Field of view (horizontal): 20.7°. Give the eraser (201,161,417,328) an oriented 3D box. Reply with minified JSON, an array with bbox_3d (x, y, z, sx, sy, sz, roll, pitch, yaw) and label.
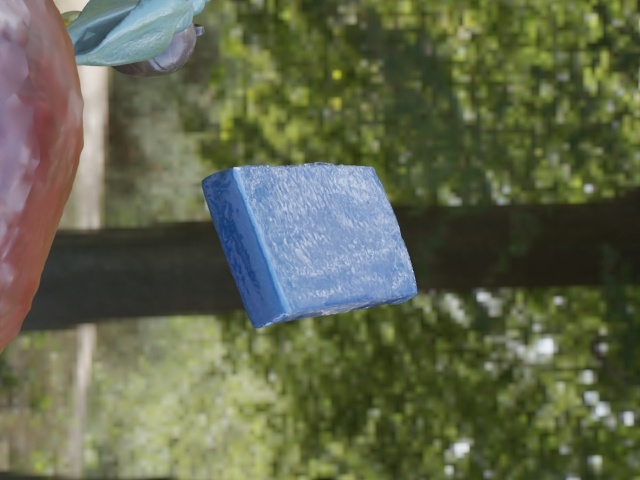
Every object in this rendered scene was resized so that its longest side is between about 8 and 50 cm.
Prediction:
[{"bbox_3d":[0.000,0.000,1.649,0.312,0.043,0.144,-4,72,-64],"label":"eraser"}]

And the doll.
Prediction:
[{"bbox_3d":[-0.219,-0.225,1.903,0.145,0.188,0.096,16,-71,45],"label":"doll"}]

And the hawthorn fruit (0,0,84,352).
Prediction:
[{"bbox_3d":[-0.227,-0.043,0.781,0.330,0.287,0.287,78,9,-70],"label":"hawthorn fruit"}]

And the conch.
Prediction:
[{"bbox_3d":[-0.133,-0.166,1.329,0.088,0.180,0.065,10,-56,47],"label":"conch"}]
